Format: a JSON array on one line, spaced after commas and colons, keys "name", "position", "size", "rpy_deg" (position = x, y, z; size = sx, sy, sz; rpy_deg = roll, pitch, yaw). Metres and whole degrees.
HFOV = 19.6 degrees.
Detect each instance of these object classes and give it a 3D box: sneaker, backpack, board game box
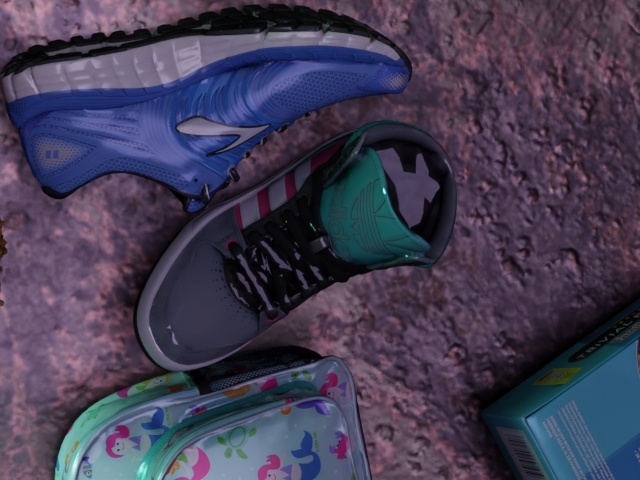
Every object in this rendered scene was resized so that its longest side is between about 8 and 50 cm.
[{"name": "sneaker", "position": [0.000, 0.000, 1.457], "size": [0.295, 0.178, 0.124], "rpy_deg": [-40, 104, -27]}, {"name": "sneaker", "position": [-0.086, -0.106, 1.505], "size": [0.330, 0.130, 0.147], "rpy_deg": [-10, 108, -9]}, {"name": "backpack", "position": [-0.082, 0.213, 1.489], "size": [0.253, 0.191, 0.225], "rpy_deg": [-11, 97, -10]}, {"name": "board game box", "position": [0.340, 0.169, 1.630], "size": [0.336, 0.079, 0.254], "rpy_deg": [-33, 102, -21]}]

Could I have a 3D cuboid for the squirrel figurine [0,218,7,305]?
[{"name": "squirrel figurine", "position": [-0.329, -0.070, 1.296], "size": [0.281, 0.370, 0.397], "rpy_deg": [-19, 99, -14]}]
